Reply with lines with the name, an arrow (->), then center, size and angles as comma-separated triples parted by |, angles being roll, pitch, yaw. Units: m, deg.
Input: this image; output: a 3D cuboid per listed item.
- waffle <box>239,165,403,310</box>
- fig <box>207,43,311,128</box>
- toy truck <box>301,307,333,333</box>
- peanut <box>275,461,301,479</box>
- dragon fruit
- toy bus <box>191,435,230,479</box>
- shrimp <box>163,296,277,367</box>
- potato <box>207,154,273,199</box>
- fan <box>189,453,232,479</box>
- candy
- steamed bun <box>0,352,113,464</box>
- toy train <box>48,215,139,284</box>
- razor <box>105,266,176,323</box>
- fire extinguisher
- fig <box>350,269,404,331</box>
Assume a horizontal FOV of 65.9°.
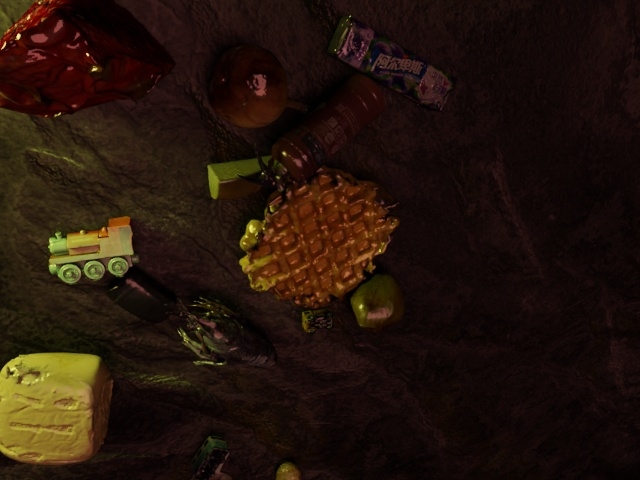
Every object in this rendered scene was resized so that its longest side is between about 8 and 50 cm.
waffle -> 0.000, 0.000, 1.197 | 0.382, 0.095, 0.379 | 23, 107, -34
fig -> -0.109, -0.274, 0.972 | 0.160, 0.143, 0.231 | -25, 138, 29
toy truck -> -0.011, 0.213, 1.330 | 0.083, 0.054, 0.049 | -10, 120, -18
peanut -> -0.101, 0.800, 1.595 | 0.089, 0.089, 0.192 | -14, 119, -15
dragon fruit -> -0.385, -0.240, 0.768 | 0.286, 0.329, 0.228 | -43, 131, 3
toy bus -> -0.317, 0.616, 1.412 | 0.060, 0.075, 0.123 | 27, 104, -33
shrimp -> -0.250, 0.241, 1.189 | 0.372, 0.137, 0.172 | 36, 83, -35
potato -> -0.157, -0.119, 1.045 | 0.149, 0.120, 0.081 | -11, 120, -16
fan -> -0.324, 0.723, 1.508 | 0.153, 0.008, 0.226 | 19, 110, -30
candy -> 0.163, -0.375, 1.074 | 0.312, 0.061, 0.088 | 17, 107, -29
steamed bun -> -0.592, 0.356, 1.103 | 0.232, 0.166, 0.272 | 4, 110, -11
toy train -> -0.472, 0.020, 1.025 | 0.176, 0.074, 0.118 | -7, 110, -14
razor -> -0.402, 0.130, 1.120 | 0.090, 0.054, 0.148 | -40, 124, 7
fire extinguisher -> -0.023, -0.214, 1.011 | 0.344, 0.102, 0.138 | -43, 134, -14
fig -> 0.154, 0.165, 1.325 | 0.154, 0.144, 0.165 | 26, 91, -22
